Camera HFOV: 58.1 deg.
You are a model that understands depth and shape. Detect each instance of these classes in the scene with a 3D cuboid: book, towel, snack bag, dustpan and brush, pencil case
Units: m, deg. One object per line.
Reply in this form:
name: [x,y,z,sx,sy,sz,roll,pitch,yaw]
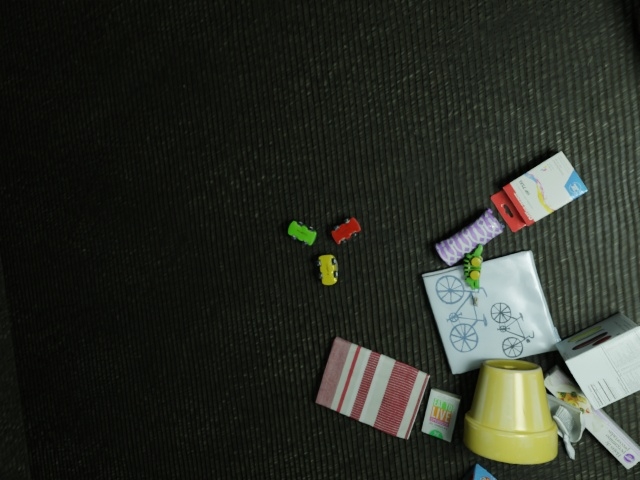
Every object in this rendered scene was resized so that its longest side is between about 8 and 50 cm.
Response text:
book: [0.380,0.546,1.811,0.096,0.035,0.144,14,100,22]
towel: [0.165,0.479,1.879,0.328,0.037,0.237,19,98,16]
snack bag: [0.511,0.210,1.733,0.342,0.037,0.323,-18,89,17]
dustpan and brush: [0.709,0.548,1.664,0.060,0.147,0.211,-41,115,-17]
pencil case: [0.440,-0.011,1.716,0.206,0.086,0.088,-36,48,17]

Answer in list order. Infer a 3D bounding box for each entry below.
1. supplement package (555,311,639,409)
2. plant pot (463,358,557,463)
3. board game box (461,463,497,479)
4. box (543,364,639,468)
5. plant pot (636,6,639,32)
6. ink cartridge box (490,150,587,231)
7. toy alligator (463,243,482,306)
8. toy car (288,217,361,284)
supplement package: [0.774,0.318,1.551,0.203,0.194,0.149,-31,86,13]
plant pot: [0.538,0.470,1.635,0.253,0.254,0.239,1,90,19]
board game box: [0.391,0.853,1.686,0.086,0.302,0.308,36,106,13]
box: [0.772,0.499,1.647,0.324,0.067,0.063,46,107,10]
plant pot: [0.954,-0.451,1.402,0.323,0.323,0.281,-4,109,20]
ink cartridge box: [0.617,-0.133,1.644,0.231,0.078,0.134,-34,83,19]
toy alligator: [0.444,0.102,1.695,0.051,0.056,0.190,5,102,18]
toy car: [0.000,0.000,1.888,0.225,0.053,0.239,28,102,16]
